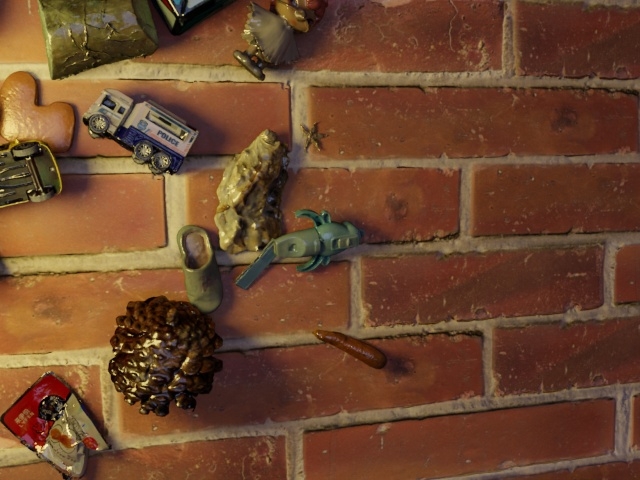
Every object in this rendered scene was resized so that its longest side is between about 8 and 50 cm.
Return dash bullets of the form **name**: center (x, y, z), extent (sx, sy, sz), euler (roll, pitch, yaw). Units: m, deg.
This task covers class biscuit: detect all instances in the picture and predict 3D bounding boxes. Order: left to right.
- **biscuit**: center (-0.719, -0.326, 1.751), extent (0.192, 0.036, 0.186), euler (11, 90, -17)

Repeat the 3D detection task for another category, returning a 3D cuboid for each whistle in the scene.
- **whistle**: center (0.000, 0.000, 1.933), extent (0.273, 0.093, 0.186), euler (-9, 116, -21)

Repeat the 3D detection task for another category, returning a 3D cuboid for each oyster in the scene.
- **oyster**: center (-0.181, -0.129, 1.879), extent (0.201, 0.107, 0.355), euler (6, 93, -19)

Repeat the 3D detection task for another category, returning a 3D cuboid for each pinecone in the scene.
- **pinecone**: center (-0.399, 0.308, 1.785), extent (0.298, 0.242, 0.296), euler (21, 91, 5)

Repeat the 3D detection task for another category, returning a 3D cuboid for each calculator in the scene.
- **calculator**: center (-0.170, 0.065, 1.921), extent (0.172, 0.018, 0.057), euler (-48, 138, 1)

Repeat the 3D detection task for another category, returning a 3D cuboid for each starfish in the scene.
- **starfish**: center (-0.029, -0.292, 1.950), extent (0.086, 0.016, 0.092), euler (25, 91, -14)

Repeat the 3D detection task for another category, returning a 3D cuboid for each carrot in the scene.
- **carrot**: center (0.089, 0.311, 2.017), extent (0.247, 0.059, 0.059), euler (27, 88, -13)

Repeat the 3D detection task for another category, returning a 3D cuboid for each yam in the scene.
- **yam**: center (-0.550, -0.522, 1.705), extent (0.271, 0.201, 0.203), euler (-15, 100, -20)

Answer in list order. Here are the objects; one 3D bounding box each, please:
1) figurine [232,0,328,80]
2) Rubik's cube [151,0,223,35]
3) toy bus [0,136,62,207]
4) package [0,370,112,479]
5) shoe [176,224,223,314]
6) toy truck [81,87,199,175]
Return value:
- **figurine**: center (-0.074, -0.602, 1.833), extent (0.387, 0.166, 0.207), euler (-50, 122, -3)
- **Rubik's cube**: center (-0.320, -0.687, 1.716), extent (0.246, 0.248, 0.250), euler (-34, 104, -9)
- **toy bus**: center (-0.808, -0.158, 1.675), extent (0.331, 0.151, 0.145), euler (-15, 119, -12)
- **package**: center (-0.688, 0.497, 1.824), extent (0.269, 0.071, 0.194), euler (45, 81, -1)
- **shoe**: center (-0.324, 0.080, 1.861), extent (0.103, 0.100, 0.251), euler (-16, 96, -14)
- **toy truck**: center (-0.465, -0.288, 1.779), extent (0.267, 0.124, 0.155), euler (31, 79, -17)
